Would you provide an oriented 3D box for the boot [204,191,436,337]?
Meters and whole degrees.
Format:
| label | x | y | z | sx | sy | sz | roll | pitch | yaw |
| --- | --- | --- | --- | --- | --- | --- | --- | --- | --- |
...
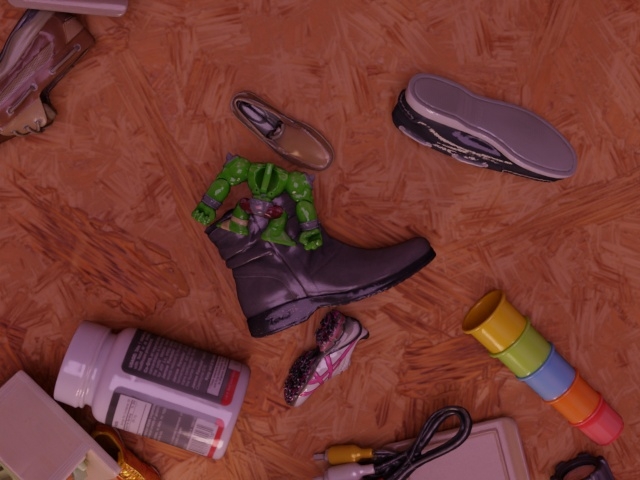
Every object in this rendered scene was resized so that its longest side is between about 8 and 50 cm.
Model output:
| label | x | y | z | sx | sy | sz | roll | pitch | yaw |
| --- | --- | --- | --- | --- | --- | --- | --- | --- | --- |
| boot | 0.000 | 0.000 | 1.587 | 0.338 | 0.118 | 0.223 | -21 | 89 | -6 |

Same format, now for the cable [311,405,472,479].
| label | x | y | z | sx | sy | sz | roll | pitch | yaw |
| --- | --- | --- | --- | --- | --- | --- | --- | --- | --- |
| cable | 0.122 | 0.371 | 1.625 | 0.287 | 0.072 | 0.139 | -28 | 61 | 22 |

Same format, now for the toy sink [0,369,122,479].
| label | x | y | z | sx | sy | sz | roll | pitch | yaw |
| --- | --- | --- | --- | --- | --- | --- | --- | --- | --- |
| toy sink | -0.462 | 0.344 | 1.586 | 0.234 | 0.153 | 0.131 | 48 | 56 | -10 |

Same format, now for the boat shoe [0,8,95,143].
| label | x | y | z | sx | sy | sz | roll | pitch | yaw |
| --- | --- | --- | --- | --- | --- | --- | --- | --- | --- |
| boat shoe | -0.468 | -0.217 | 1.533 | 0.120 | 0.122 | 0.324 | 34 | 97 | -12 |

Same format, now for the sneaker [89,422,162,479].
| label | x | y | z | sx | sy | sz | roll | pitch | yaw |
| --- | --- | --- | --- | --- | --- | --- | --- | --- | --- |
| sneaker | -0.330 | 0.384 | 1.663 | 0.064 | 0.067 | 0.175 | -42 | 99 | 4 |

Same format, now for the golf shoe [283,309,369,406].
| label | x | y | z | sx | sy | sz | roll | pitch | yaw |
| --- | --- | --- | --- | --- | --- | --- | --- | --- | --- |
| golf shoe | 0.009 | 0.207 | 1.638 | 0.086 | 0.067 | 0.186 | 27 | 106 | -25 |

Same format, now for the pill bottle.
| label | x | y | z | sx | sy | sz | roll | pitch | yaw |
| --- | --- | --- | --- | --- | --- | --- | --- | --- | --- |
| pill bottle | -0.268 | 0.234 | 1.590 | 0.283 | 0.161 | 0.161 | 19 | 99 | -4 |

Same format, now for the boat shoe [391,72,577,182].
| label | x | y | z | sx | sy | sz | roll | pitch | yaw |
| --- | --- | --- | --- | --- | --- | --- | --- | --- | --- |
| boat shoe | 0.260 | -0.166 | 1.572 | 0.302 | 0.091 | 0.114 | 28 | 54 | -4 |

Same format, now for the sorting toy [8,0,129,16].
| label | x | y | z | sx | sy | sz | roll | pitch | yaw |
| --- | --- | --- | --- | --- | --- | --- | --- | --- | --- |
| sorting toy | -0.366 | -0.421 | 1.508 | 0.347 | 0.047 | 0.196 | 5 | 62 | -1 |

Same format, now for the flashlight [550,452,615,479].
| label | x | y | z | sx | sy | sz | roll | pitch | yaw |
| --- | --- | --- | --- | --- | --- | --- | --- | --- | --- |
| flashlight | 0.494 | 0.516 | 1.685 | 0.103 | 0.103 | 0.304 | -26 | 98 | 0 |

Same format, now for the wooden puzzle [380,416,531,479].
| label | x | y | z | sx | sy | sz | roll | pitch | yaw |
| --- | --- | --- | --- | --- | --- | --- | --- | --- | --- |
| wooden puzzle | 0.239 | 0.430 | 1.678 | 0.238 | 0.044 | 0.221 | -14 | 85 | 6 |

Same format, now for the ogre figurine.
| label | x | y | z | sx | sy | sz | roll | pitch | yaw |
| --- | --- | --- | --- | --- | --- | --- | --- | --- | --- |
| ogre figurine | -0.085 | -0.061 | 1.511 | 0.197 | 0.097 | 0.118 | 16 | 95 | 17 |

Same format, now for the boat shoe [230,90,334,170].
| label | x | y | z | sx | sy | sz | roll | pitch | yaw |
| --- | --- | --- | --- | --- | --- | --- | --- | --- | --- |
| boat shoe | -0.062 | -0.168 | 1.571 | 0.190 | 0.072 | 0.068 | 30 | 98 | -6 |

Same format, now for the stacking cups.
| label | x | y | z | sx | sy | sz | roll | pitch | yaw |
| --- | --- | --- | --- | --- | --- | --- | --- | --- | --- |
| stacking cups | 0.377 | 0.215 | 1.646 | 0.316 | 0.096 | 0.096 | 42 | 96 | -12 |
